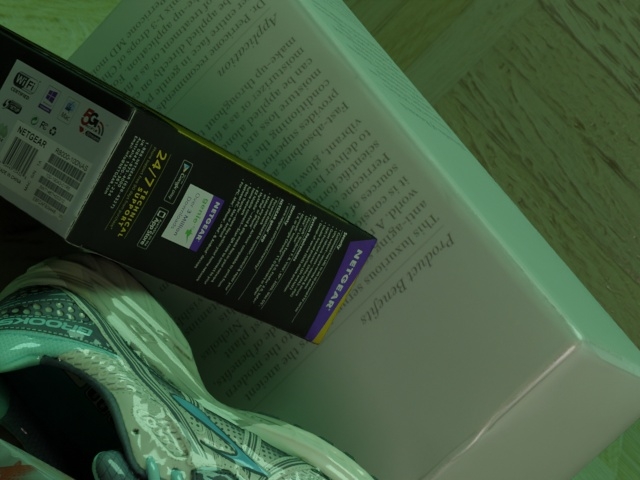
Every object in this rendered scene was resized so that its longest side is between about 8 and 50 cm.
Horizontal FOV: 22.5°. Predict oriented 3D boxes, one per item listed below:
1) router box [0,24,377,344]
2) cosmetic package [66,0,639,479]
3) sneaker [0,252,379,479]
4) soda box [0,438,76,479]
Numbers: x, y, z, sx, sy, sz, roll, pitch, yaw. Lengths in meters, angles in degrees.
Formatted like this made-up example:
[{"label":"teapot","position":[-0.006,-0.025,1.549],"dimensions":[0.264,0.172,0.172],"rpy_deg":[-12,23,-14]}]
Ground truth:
[{"label":"router box","position":[-0.150,-0.061,0.979],"dimensions":[0.309,0.081,0.243],"rpy_deg":[30,2,36]},{"label":"cosmetic package","position":[0.000,0.000,1.125],"dimensions":[0.161,0.230,0.453],"rpy_deg":[27,23,-54]},{"label":"sneaker","position":[-0.076,0.133,0.832],"dimensions":[0.283,0.110,0.122],"rpy_deg":[38,25,3]},{"label":"soda box","position":[-0.095,0.137,0.651],"dimensions":[0.063,0.058,0.183],"rpy_deg":[36,-10,-32]}]
